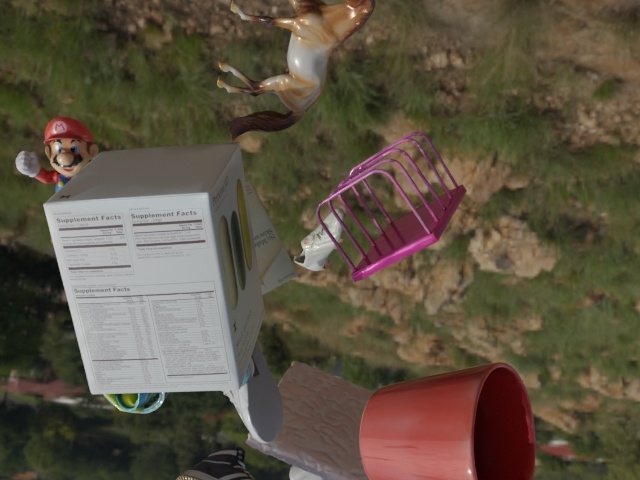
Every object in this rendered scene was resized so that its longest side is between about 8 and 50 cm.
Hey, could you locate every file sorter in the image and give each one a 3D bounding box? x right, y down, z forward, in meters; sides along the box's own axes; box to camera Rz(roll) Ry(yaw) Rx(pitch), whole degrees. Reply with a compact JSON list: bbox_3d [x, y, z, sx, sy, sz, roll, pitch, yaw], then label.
[{"bbox_3d":[0.146,-0.085,1.676,0.202,0.182,0.290,-29,-170,30],"label":"file sorter"}]

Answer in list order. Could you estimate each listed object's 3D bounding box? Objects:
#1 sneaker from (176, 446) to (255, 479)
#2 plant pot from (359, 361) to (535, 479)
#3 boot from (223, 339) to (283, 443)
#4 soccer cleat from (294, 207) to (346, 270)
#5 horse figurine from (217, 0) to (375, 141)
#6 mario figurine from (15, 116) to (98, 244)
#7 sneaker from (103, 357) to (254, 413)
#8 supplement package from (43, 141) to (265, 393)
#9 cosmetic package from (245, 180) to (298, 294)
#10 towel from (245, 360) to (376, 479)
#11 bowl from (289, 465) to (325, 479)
[{"bbox_3d":[-0.164,0.553,1.787,0.282,0.099,0.153,18,-158,20],"label":"sneaker"},{"bbox_3d":[0.222,0.357,1.442,0.243,0.274,0.275,-8,158,36],"label":"plant pot"},{"bbox_3d":[-0.166,0.287,1.629,0.095,0.258,0.123,-10,170,-46],"label":"boot"},{"bbox_3d":[0.000,0.000,1.780,0.076,0.068,0.196,12,137,-15],"label":"soccer cleat"},{"bbox_3d":[-0.043,-0.245,1.069,0.175,0.066,0.263,18,121,-3],"label":"horse figurine"},{"bbox_3d":[-0.610,-0.139,1.955,0.170,0.320,0.198,13,-157,43],"label":"mario figurine"},{"bbox_3d":[-0.257,0.237,1.401,0.319,0.208,0.127,20,114,-21],"label":"sneaker"},{"bbox_3d":[-0.197,0.032,1.036,0.198,0.262,0.199,-3,-156,7],"label":"supplement package"},{"bbox_3d":[-0.212,0.003,2.317,0.160,0.309,0.113,-30,-176,-25],"label":"cosmetic package"},{"bbox_3d":[0.028,0.446,1.926,0.332,0.317,0.053,21,121,8],"label":"towel"},{"bbox_3d":[0.000,0.617,2.038,0.142,0.142,0.053,-31,-175,17],"label":"bowl"}]
